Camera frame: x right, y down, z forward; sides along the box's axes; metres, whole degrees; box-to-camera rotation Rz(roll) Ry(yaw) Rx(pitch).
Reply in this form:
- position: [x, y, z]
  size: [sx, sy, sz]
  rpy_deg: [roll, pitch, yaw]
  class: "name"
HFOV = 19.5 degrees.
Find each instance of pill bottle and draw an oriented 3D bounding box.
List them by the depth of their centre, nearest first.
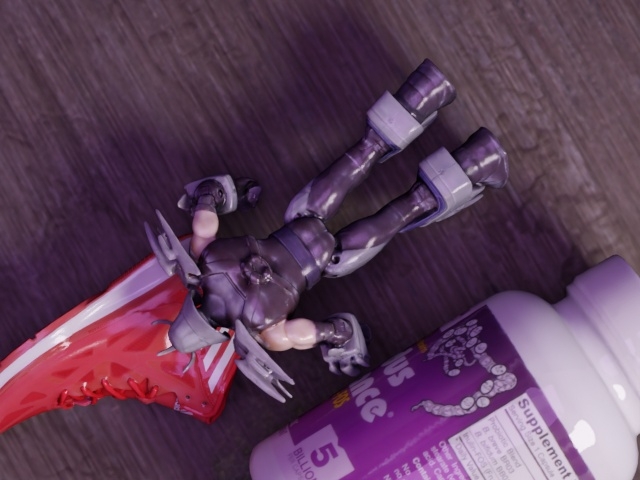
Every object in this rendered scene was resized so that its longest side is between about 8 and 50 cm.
- position: [0.115, 0.140, 1.316]
  size: [0.301, 0.169, 0.169]
  rpy_deg: [-32, 88, 1]
  class: "pill bottle"

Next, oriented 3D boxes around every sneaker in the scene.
- position: [-0.146, 0.105, 1.367]
  size: [0.221, 0.087, 0.128]
  rpy_deg: [-37, 87, 1]
  class: "sneaker"

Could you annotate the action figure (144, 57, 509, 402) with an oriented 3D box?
- position: [0.000, 0.000, 1.333]
  size: [0.285, 0.099, 0.185]
  rpy_deg: [-37, 86, -10]
  class: "action figure"
